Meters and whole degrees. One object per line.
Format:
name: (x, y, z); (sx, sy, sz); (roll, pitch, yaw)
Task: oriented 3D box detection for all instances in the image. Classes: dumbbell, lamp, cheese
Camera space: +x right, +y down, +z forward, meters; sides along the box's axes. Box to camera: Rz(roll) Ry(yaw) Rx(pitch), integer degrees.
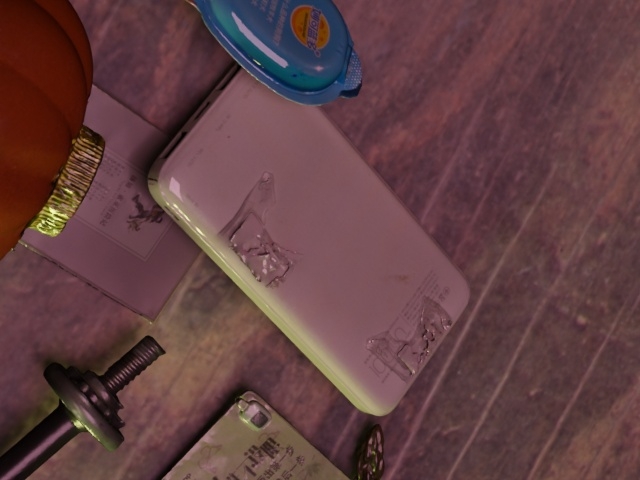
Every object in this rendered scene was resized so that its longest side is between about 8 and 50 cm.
dumbbell: (-0.214, 0.157, 1.065); (0.254, 0.081, 0.081); (-41, 117, -9)
lamp: (-0.235, -0.075, 0.910); (0.196, 0.223, 0.223); (27, 93, -20)
cheese: (-0.069, -0.176, 1.043); (0.256, 0.037, 0.106); (29, 55, -25)

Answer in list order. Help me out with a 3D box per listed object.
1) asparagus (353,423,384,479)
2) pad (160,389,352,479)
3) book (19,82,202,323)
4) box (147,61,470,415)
asparagus: (0.047, 0.264, 1.242); (0.034, 0.027, 0.236); (-7, 107, -1)
pad: (-0.094, 0.260, 1.175); (0.265, 0.009, 0.159); (-46, 114, -2)
book: (-0.157, -0.034, 1.072); (0.182, 0.014, 0.127); (34, 89, -28)
box: (0.000, 0.000, 1.125); (0.285, 0.044, 0.142); (48, 69, -27)
